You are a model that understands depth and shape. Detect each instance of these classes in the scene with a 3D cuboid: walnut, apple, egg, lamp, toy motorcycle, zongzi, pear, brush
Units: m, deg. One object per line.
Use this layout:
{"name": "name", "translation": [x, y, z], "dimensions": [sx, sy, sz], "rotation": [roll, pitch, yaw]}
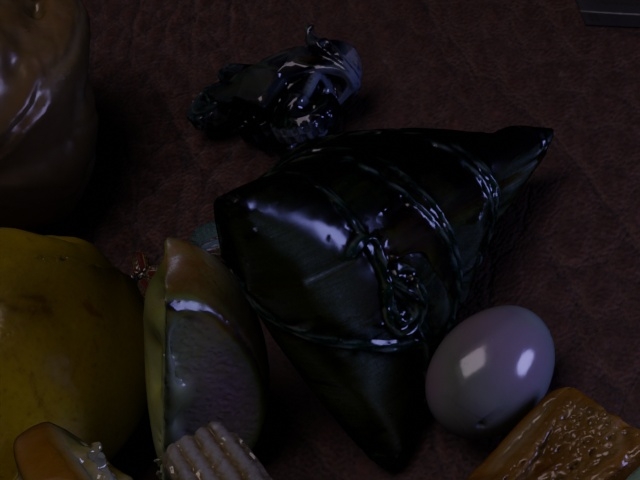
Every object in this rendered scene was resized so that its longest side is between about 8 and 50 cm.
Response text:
{"name": "walnut", "translation": [-0.433, -0.169, 1.759], "dimensions": [0.384, 0.383, 0.383], "rotation": [-17, 44, 17]}
{"name": "apple", "translation": [-0.112, 0.108, 1.397], "dimensions": [0.120, 0.265, 0.193], "rotation": [0, 35, -8]}
{"name": "egg", "translation": [0.154, 0.119, 1.300], "dimensions": [0.135, 0.103, 0.103], "rotation": [-46, 43, -18]}
{"name": "lamp", "translation": [-0.191, 0.045, 1.642], "dimensions": [0.083, 0.031, 0.063], "rotation": [11, 59, 34]}
{"name": "toy motorcycle", "translation": [-0.048, -0.178, 1.709], "dimensions": [0.159, 0.106, 0.270], "rotation": [-46, 32, -19]}
{"name": "zongzi", "translation": [0.000, 0.000, 1.443], "dimensions": [0.362, 0.319, 0.383], "rotation": [-6, 30, 39]}
{"name": "pear", "translation": [-0.309, 0.154, 1.465], "dimensions": [0.285, 0.336, 0.285], "rotation": [10, 18, -3]}
{"name": "brush", "translation": [-0.090, 0.020, 1.568], "dimensions": [0.070, 0.021, 0.196], "rotation": [-16, 27, -14]}

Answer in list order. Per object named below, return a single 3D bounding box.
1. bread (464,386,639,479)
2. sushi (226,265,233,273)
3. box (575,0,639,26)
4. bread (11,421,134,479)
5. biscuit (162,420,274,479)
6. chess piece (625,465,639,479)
{"name": "bread", "translation": [0.154, 0.243, 1.204], "dimensions": [0.271, 0.077, 0.139], "rotation": [-44, 39, -14]}
{"name": "sushi", "translation": [-0.103, 0.059, 1.560], "dimensions": [0.083, 0.044, 0.046], "rotation": [-48, 41, -17]}
{"name": "box", "translation": [0.394, -0.298, 1.579], "dimensions": [0.201, 0.058, 0.141], "rotation": [9, 56, 36]}
{"name": "bread", "translation": [-0.228, 0.302, 1.210], "dimensions": [0.270, 0.211, 0.315], "rotation": [-29, 44, -14]}
{"name": "biscuit", "translation": [-0.006, 0.320, 1.184], "dimensions": [0.078, 0.144, 0.426], "rotation": [-28, 38, -14]}
{"name": "chess piece", "translation": [0.332, 0.286, 0.990], "dimensions": [0.194, 0.194, 0.299], "rotation": [-41, 51, -8]}
